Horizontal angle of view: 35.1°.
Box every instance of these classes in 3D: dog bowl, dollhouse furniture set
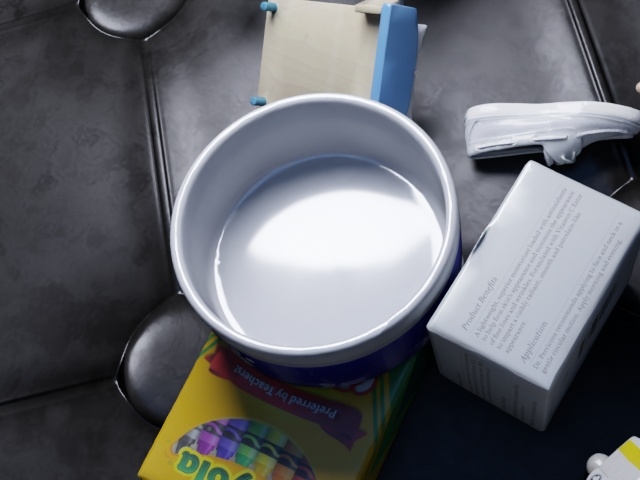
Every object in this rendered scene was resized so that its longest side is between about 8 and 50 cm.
[{"bbox_3d":[0.000,0.000,0.950,0.265,0.104,0.265,-5,64,10],"label":"dog bowl"},{"bbox_3d":[0.026,-0.256,1.159,0.286,0.198,0.303,15,103,40],"label":"dollhouse furniture set"}]

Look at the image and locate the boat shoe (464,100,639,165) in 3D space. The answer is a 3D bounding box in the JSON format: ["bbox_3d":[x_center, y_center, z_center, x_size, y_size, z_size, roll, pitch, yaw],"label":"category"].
[{"bbox_3d":[0.241,-0.108,1.053,0.184,0.066,0.063,2,83,11],"label":"boat shoe"}]

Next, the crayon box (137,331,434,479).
[{"bbox_3d":[-0.034,0.178,0.985,0.202,0.081,0.318,21,74,19],"label":"crayon box"}]

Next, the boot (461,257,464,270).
[{"bbox_3d":[0.096,0.000,1.043,0.086,0.069,0.190,-15,58,14],"label":"boot"}]

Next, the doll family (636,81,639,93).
[{"bbox_3d":[0.453,-0.177,1.000,0.263,0.118,0.163,2,69,13],"label":"doll family"}]

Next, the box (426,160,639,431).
[{"bbox_3d":[0.197,0.056,0.928,0.119,0.182,0.181,29,77,19],"label":"box"}]

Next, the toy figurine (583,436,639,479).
[{"bbox_3d":[0.283,0.266,0.809,0.148,0.209,0.213,-41,65,0],"label":"toy figurine"}]
